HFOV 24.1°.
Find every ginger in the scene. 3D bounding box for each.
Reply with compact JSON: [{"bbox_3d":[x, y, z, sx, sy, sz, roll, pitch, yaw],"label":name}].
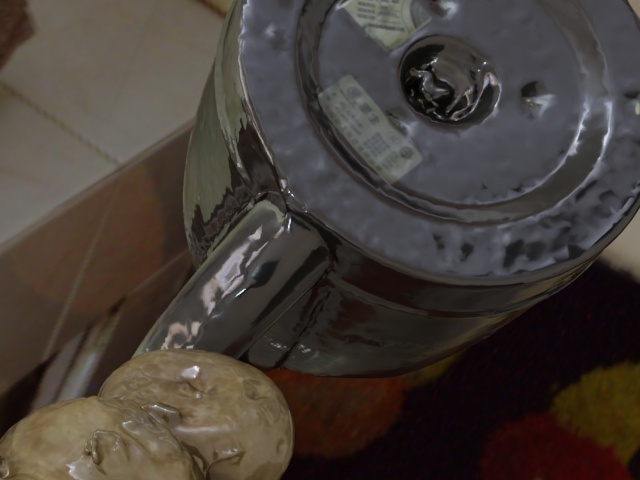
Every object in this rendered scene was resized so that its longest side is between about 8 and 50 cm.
[{"bbox_3d":[-0.082,0.098,0.532,0.080,0.204,0.104,26,128,20],"label":"ginger"}]

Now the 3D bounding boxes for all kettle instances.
[{"bbox_3d":[0.000,0.000,0.854,0.228,0.321,0.324,42,155,3],"label":"kettle"}]
